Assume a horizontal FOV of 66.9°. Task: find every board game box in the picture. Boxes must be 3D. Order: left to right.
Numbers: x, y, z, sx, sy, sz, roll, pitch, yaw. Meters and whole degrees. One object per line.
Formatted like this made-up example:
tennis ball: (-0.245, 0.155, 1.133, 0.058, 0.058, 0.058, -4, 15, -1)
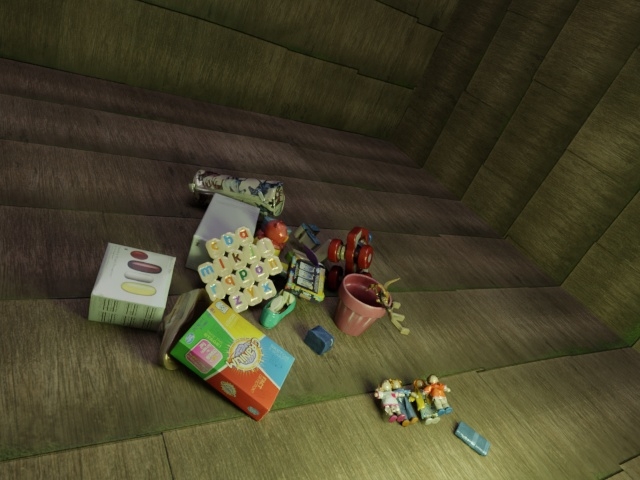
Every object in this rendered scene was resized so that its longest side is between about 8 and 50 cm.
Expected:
board game box: (-0.249, 0.344, 1.439, 0.316, 0.064, 0.242, 39, 28, -4)
board game box: (-0.059, 0.148, 1.829, 0.141, 0.048, 0.170, 25, 32, -11)

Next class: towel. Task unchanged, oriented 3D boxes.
towel: (0.503, 0.659, 1.605, 0.119, 0.029, 0.067, 36, 30, 19)

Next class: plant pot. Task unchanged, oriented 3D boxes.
plant pot: (0.143, 0.257, 1.848, 0.201, 0.180, 0.201, 20, 28, -11)

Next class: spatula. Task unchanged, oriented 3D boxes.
spatula: (-0.001, 0.104, 1.981, 0.084, 0.030, 0.296, 40, -6, 33)

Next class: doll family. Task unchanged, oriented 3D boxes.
doll family: (0.297, 0.529, 1.610, 0.262, 0.118, 0.163, -3, 41, -11)

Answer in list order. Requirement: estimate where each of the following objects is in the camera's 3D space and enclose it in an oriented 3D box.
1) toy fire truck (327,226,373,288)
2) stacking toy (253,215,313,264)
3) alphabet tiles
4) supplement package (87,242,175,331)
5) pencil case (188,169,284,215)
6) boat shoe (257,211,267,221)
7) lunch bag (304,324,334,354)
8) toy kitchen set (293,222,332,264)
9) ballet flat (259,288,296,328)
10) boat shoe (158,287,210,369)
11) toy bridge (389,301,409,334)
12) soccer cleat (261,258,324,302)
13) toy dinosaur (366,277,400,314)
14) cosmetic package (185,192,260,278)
toy fire truck: (0.152, 0.077, 2.057, 0.169, 0.302, 0.254, 11, 27, 20)
stacking toy: (-0.131, -0.003, 2.023, 0.279, 0.130, 0.309, 29, 9, -12)
alphabet tiles: (-0.285, 0.102, 1.736, 0.284, 0.021, 0.278, -24, 87, -20)
supplement package: (-0.568, 0.143, 1.468, 0.203, 0.149, 0.194, 14, 47, -19)
pencil case: (-0.370, -0.213, 2.172, 0.409, 0.160, 0.183, 9, 5, 5)
boat shoe: (-0.348, -0.184, 2.307, 0.084, 0.095, 0.258, 0, 36, -45)
lunch bag: (0.002, 0.349, 1.699, 0.098, 0.067, 0.065, 38, 31, 21)
toy kitchen set: (0.000, 0.000, 2.229, 0.207, 0.122, 0.166, 52, 17, 18)
ballet flat: (-0.141, 0.230, 1.770, 0.083, 0.087, 0.247, 29, 28, 8)
boat shoe: (-0.431, 0.268, 1.480, 0.098, 0.109, 0.302, -8, 37, 16)
toy bridge: (0.322, 0.321, 2.044, 0.063, 0.026, 0.188, 15, 29, -15)
soccer cleat: (-0.105, 0.145, 1.923, 0.289, 0.093, 0.121, 26, 46, 8)
toy dinosaur: (0.232, 0.192, 1.792, 0.112, 0.064, 0.212, 37, 35, -17)
cosmetic package: (-0.381, -0.020, 1.940, 0.217, 0.156, 0.385, 20, 30, -9)
